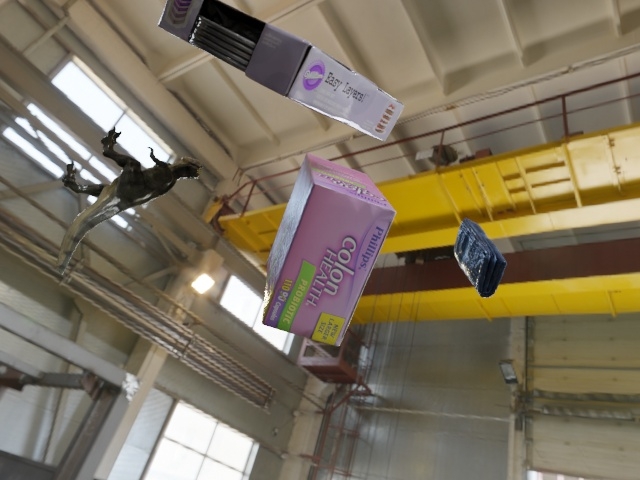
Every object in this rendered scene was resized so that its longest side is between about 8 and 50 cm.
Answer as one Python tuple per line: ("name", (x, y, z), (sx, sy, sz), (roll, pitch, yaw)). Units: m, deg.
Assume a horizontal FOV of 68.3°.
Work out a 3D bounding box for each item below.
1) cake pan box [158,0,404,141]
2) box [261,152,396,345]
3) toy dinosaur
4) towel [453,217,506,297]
("cake pan box", (-0.044, -0.234, 0.634), (0.246, 0.070, 0.267), (34, 17, 26))
("box", (0.000, 0.000, 0.734), (0.117, 0.243, 0.213), (18, -72, -11))
("toy dinosaur", (-0.282, -0.080, 0.655), (0.118, 0.268, 0.064), (44, -36, 2))
("towel", (0.216, 0.023, 0.658), (0.029, 0.119, 0.067), (4, -62, -7))
